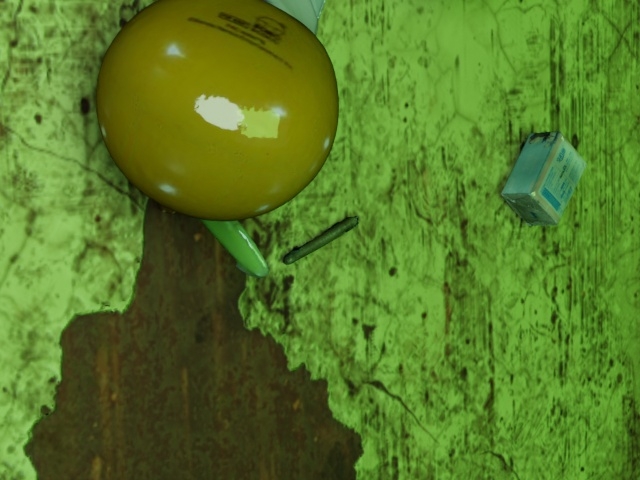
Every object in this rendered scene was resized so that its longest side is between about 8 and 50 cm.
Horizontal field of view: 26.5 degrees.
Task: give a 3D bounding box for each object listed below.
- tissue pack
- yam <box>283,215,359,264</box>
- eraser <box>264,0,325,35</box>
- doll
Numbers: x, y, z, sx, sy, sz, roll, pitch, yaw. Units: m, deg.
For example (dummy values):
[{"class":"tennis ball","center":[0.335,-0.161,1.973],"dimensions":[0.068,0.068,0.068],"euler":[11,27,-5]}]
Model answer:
[{"class":"tissue pack","center":[0.263,-0.071,1.601],"dimensions":[0.074,0.059,0.094],"euler":[44,64,-34]},{"class":"yam","center":[0.000,0.000,1.394],"dimensions":[0.107,0.014,0.014],"euler":[-31,114,-37]},{"class":"eraser","center":[-0.058,-0.322,1.278],"dimensions":[0.243,0.059,0.204],"euler":[32,73,-44]},{"class":"doll","center":[-0.100,-0.093,1.189],"dimensions":[0.213,0.213,0.236],"euler":[-15,143,-41]}]
